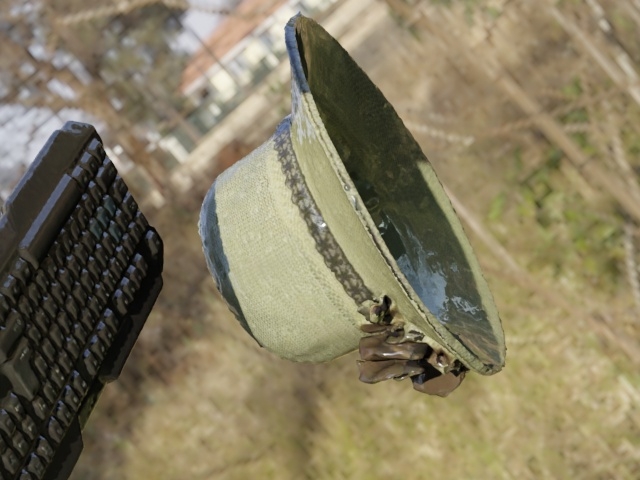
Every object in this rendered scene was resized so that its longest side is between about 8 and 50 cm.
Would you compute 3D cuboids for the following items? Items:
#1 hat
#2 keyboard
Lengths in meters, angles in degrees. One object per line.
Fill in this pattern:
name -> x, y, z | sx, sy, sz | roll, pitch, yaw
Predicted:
hat -> 0.000, 0.000, 0.960 | 0.130, 0.257, 0.257 | -30, 5, 15
keyboard -> -0.128, 0.043, 0.703 | 0.016, 0.106, 0.262 | -16, 27, 22
